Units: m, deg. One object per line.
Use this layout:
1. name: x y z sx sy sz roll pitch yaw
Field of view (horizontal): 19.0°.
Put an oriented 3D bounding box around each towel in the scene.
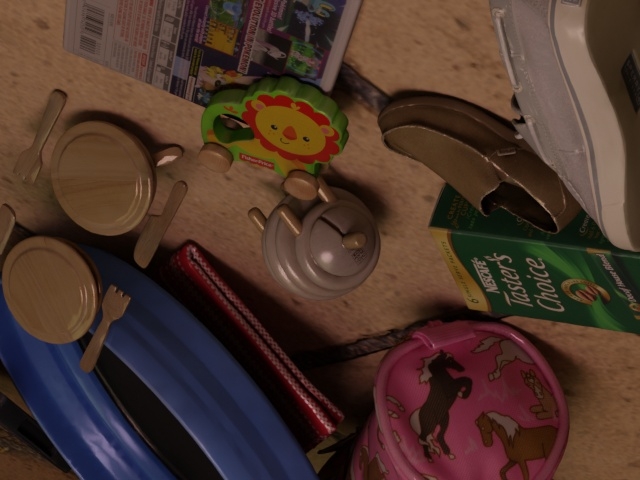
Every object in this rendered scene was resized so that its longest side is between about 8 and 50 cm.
1. towel: -0.091 0.118 1.649 0.199 0.031 0.275 49 152 1

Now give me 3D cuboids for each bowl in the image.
1. bowl: -0.133 0.167 1.633 0.391 0.077 0.391 40 156 23

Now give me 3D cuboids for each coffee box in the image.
1. coffee box: 0.174 0.018 1.301 0.184 0.040 0.113 9 152 26

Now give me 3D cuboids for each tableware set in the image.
1. tableware set: -0.178 -0.008 1.439 0.128 0.039 0.194 36 119 12

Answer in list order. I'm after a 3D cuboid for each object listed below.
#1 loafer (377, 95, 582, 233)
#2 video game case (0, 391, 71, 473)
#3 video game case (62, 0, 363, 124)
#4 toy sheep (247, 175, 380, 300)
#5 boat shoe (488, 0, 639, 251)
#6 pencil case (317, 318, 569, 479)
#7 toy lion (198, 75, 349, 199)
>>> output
1. loafer: 0.103 -0.048 1.220 0.148 0.050 0.056 19 154 7
2. video game case: -0.345 0.136 1.847 0.196 0.026 0.274 34 170 16
3. video game case: -0.072 -0.143 1.209 0.183 0.023 0.201 22 154 1
4. toy sheep: 0.000 0.000 1.358 0.091 0.091 0.132 31 172 -17
5. boat shoe: 0.150 -0.082 1.102 0.081 0.079 0.227 17 151 32
6. pencil case: 0.084 0.195 1.579 0.167 0.160 0.386 33 155 3
7. toy lion: -0.030 -0.074 1.250 0.100 0.034 0.096 17 146 11
